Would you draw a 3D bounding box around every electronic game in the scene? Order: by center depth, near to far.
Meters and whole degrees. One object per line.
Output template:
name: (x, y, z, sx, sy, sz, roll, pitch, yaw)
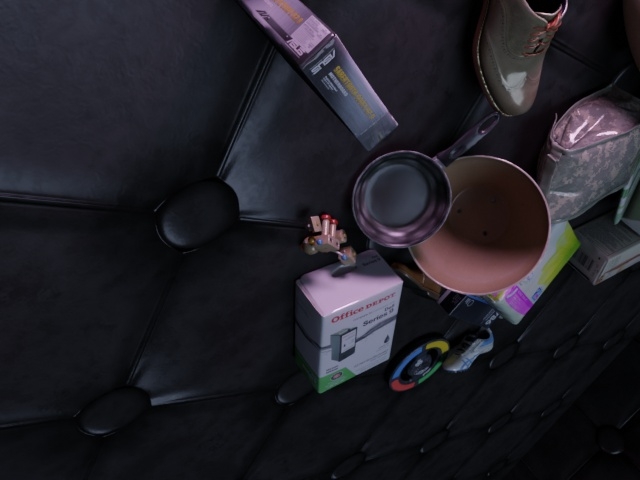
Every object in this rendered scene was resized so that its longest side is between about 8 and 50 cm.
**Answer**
electronic game: (0.300, 0.378, 1.786, 0.229, 0.048, 0.229, -23, 139, -21)

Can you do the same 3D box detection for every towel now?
towel: (0.852, -0.232, 1.569, 0.248, 0.038, 0.325, -54, 148, -22)

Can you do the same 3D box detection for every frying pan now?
frying pan: (0.184, -0.138, 1.134, 0.197, 0.053, 0.326, 21, 107, -11)

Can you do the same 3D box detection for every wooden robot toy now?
wooden robot toy: (0.000, 0.000, 1.171, 0.079, 0.076, 0.173, -15, 152, 28)

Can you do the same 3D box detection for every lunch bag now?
lunch bag: (0.609, -0.193, 1.373, 0.287, 0.169, 0.235, -29, 142, -20)

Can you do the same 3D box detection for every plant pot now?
plant pot: (0.336, -0.042, 1.256, 0.284, 0.284, 0.191, -54, 172, 18)

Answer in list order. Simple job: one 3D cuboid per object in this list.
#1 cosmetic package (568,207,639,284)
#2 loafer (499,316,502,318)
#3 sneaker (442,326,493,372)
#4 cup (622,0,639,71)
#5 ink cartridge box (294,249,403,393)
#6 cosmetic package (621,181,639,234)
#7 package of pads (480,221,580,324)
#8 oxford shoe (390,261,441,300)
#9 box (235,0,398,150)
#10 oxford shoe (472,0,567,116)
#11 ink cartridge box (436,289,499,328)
cosmetic package: (0.933, 0.002, 1.846, 0.296, 0.153, 0.129, -21, 140, -19)
loafer: (0.603, 0.219, 1.890, 0.125, 0.039, 0.045, -13, 102, -34)
sneaker: (0.463, 0.345, 1.853, 0.237, 0.085, 0.086, -26, 107, -36)
cup: (0.726, -0.466, 1.121, 0.236, 0.331, 0.331, 30, 108, -24)
ink cartridge box: (0.057, 0.187, 1.336, 0.211, 0.121, 0.289, -21, 138, -22)
cosmetic package: (1.025, -0.153, 1.693, 0.160, 0.113, 0.310, 30, 88, -24)
package of pads: (0.548, 0.060, 1.555, 0.297, 0.101, 0.229, -53, 140, 1)
oxford shoe: (0.234, 0.085, 1.440, 0.212, 0.076, 0.076, 29, 77, -48)
box: (-0.012, -0.241, 0.765, 0.056, 0.231, 0.183, -41, 142, 8)
oxford shoe: (0.339, -0.353, 0.981, 0.123, 0.130, 0.348, -26, 129, -10)
ink cartridge box: (0.487, 0.168, 1.719, 0.332, 0.065, 0.165, 20, 113, -49)
